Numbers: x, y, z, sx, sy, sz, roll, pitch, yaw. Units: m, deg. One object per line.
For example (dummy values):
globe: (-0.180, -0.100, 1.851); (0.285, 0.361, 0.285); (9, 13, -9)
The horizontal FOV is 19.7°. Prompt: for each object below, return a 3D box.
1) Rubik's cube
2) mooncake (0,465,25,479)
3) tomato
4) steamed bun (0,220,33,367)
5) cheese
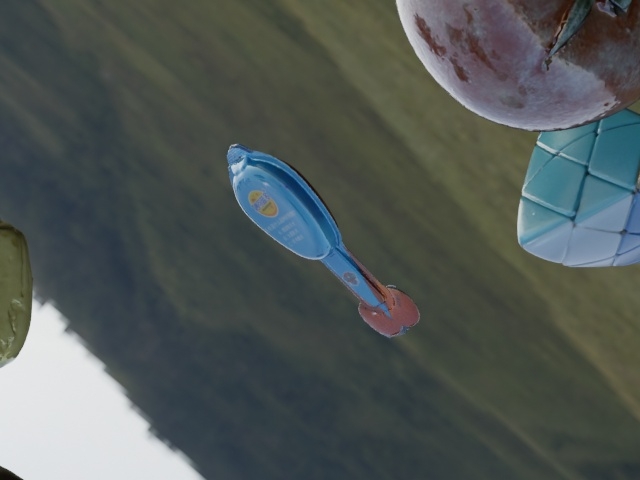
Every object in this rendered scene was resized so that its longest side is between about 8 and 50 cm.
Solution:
Rubik's cube: (0.355, -0.062, 2.304); (0.254, 0.254, 0.254); (40, -174, -5)
mooncake: (-0.530, 0.413, 2.538); (0.154, 0.306, 0.306); (8, 163, 41)
tomato: (0.232, -0.268, 1.901); (0.317, 0.316, 0.282); (38, 160, -16)
steamed bun: (-0.539, 0.081, 2.557); (0.273, 0.232, 0.166); (-7, -171, -41)
cheese: (0.000, 0.000, 1.805); (0.256, 0.037, 0.106); (45, 148, -9)
